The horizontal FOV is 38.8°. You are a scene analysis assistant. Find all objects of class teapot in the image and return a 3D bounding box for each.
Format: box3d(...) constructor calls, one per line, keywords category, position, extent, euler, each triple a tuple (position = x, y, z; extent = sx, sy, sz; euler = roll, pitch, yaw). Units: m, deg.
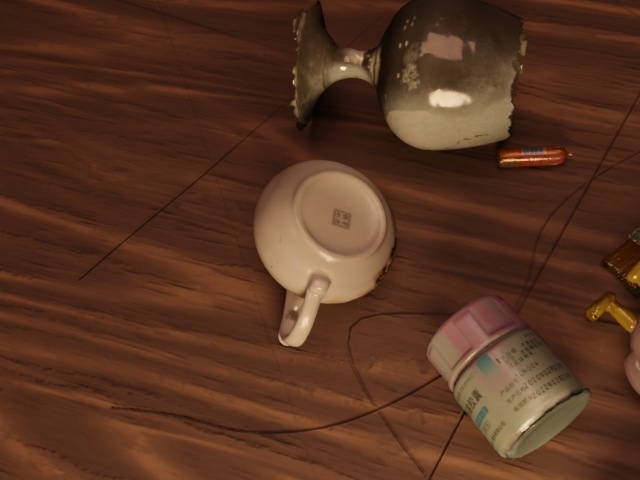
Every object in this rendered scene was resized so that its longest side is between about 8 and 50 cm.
box3d(category="teapot", position=(0.000, 0.000, 1.249), extent=(0.204, 0.139, 0.298), euler=(26, 60, -13))

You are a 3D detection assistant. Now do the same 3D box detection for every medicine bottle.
box3d(category="medicine bottle", position=(0.226, 0.165, 1.116), extent=(0.135, 0.135, 0.168), euler=(-31, 60, -9))

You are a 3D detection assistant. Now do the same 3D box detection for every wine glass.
box3d(category="wine glass", position=(0.130, -0.246, 1.321), extent=(0.323, 0.238, 0.238), euler=(10, 62, 12))

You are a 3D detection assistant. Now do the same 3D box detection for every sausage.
box3d(category="sausage", position=(0.313, -0.123, 1.328), extent=(0.107, 0.031, 0.031), euler=(-1, 60, 9))

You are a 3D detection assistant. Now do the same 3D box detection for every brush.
box3d(category="brush", position=(0.538, -0.040, 1.250), extent=(0.336, 0.020, 0.085), euler=(-34, 61, -11))

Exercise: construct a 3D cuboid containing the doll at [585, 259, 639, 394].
box3d(category="doll", position=(0.488, 0.178, 1.085), extent=(0.160, 0.094, 0.365), euler=(-41, 58, 2))
